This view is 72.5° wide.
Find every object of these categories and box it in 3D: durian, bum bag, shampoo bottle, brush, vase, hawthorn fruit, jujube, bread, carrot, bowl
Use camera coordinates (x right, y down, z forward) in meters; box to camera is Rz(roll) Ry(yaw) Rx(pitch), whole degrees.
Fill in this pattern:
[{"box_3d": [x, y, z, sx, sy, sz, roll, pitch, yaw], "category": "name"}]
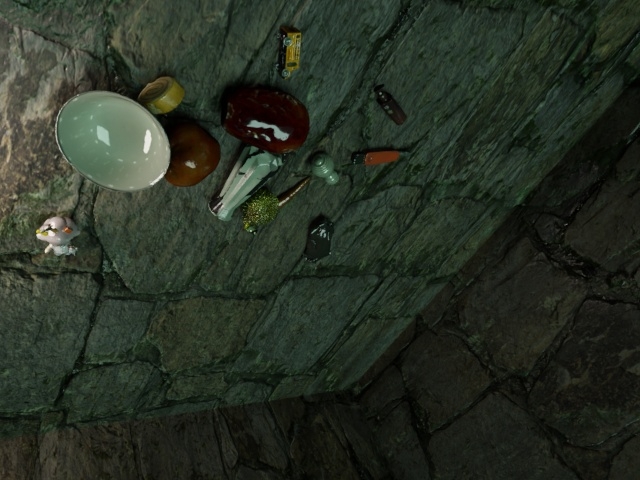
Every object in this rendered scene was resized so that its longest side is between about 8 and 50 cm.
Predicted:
[{"box_3d": [-0.269, -0.141, 1.909, 0.159, 0.146, 0.198, -31, 160, -50], "category": "durian"}, {"box_3d": [0.000, 0.000, 2.303, 0.141, 0.080, 0.327, -7, 139, -18], "category": "bum bag"}, {"box_3d": [0.297, -0.582, 1.871, 0.068, 0.067, 0.236, -36, 143, 20], "category": "shampoo bottle"}, {"box_3d": [0.292, -0.404, 2.081, 0.322, 0.051, 0.071, -9, 130, -23], "category": "brush"}, {"box_3d": [-0.309, -0.240, 1.767, 0.165, 0.165, 0.360, 18, 125, -44], "category": "vase"}, {"box_3d": [-0.454, -0.311, 1.552, 0.260, 0.224, 0.224, -23, 149, -53], "category": "hawthorn fruit"}, {"box_3d": [-0.195, -0.435, 1.580, 0.317, 0.223, 0.223, 7, 129, -28], "category": "jujube"}, {"box_3d": [-0.507, -0.465, 1.405, 0.073, 0.149, 0.122, 46, 58, -51], "category": "bread"}, {"box_3d": [-0.129, -0.220, 2.001, 0.216, 0.048, 0.048, -39, 142, 1], "category": "carrot"}, {"box_3d": [-0.632, -0.336, 1.395, 0.336, 0.158, 0.338, -1, 127, -1], "category": "bowl"}]

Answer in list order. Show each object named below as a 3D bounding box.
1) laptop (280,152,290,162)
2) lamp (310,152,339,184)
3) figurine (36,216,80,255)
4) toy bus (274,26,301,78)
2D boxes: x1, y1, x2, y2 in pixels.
[{"box_3d": [-0.157, -0.411, 1.790, 0.135, 0.016, 0.197, 10, 126, -39], "category": "laptop"}, {"box_3d": [0.022, -0.315, 1.956, 0.106, 0.106, 0.193, -36, 151, 5], "category": "lamp"}, {"box_3d": [-0.958, -0.017, 1.605, 0.137, 0.112, 0.229, -1, 146, -23], "category": "figurine"}, {"box_3d": [-0.111, -0.649, 1.517, 0.074, 0.070, 0.162, -15, 138, -24], "category": "toy bus"}]
